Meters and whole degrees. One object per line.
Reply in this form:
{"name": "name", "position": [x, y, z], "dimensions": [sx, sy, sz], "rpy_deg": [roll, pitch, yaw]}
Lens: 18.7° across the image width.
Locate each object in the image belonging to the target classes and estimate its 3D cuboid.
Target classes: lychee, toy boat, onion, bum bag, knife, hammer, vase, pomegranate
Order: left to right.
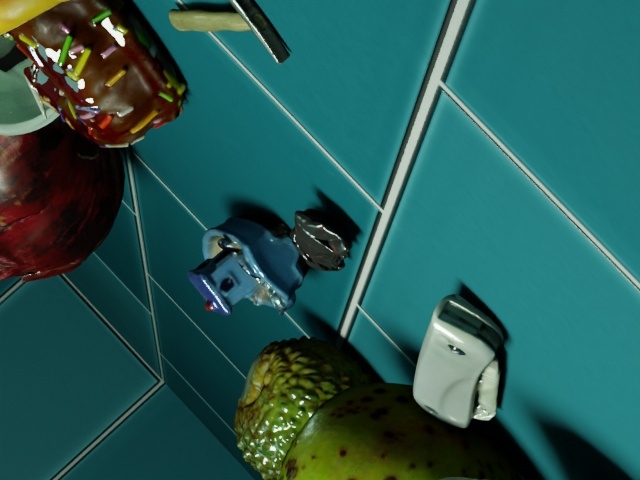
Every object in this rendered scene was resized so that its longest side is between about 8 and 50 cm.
{"name": "vase", "position": [-0.364, -0.227, 1.968], "dimensions": [0.299, 0.143, 0.143], "rpy_deg": [39, 166, 48]}
{"name": "onion", "position": [-0.328, -0.076, 2.087], "dimensions": [0.221, 0.281, 0.281], "rpy_deg": [53, 171, 16]}
{"name": "hammer", "position": [-0.074, -0.158, 1.423], "dimensions": [0.062, 0.013, 0.199], "rpy_deg": [52, 168, -18]}
{"name": "toy boat", "position": [-0.077, 0.031, 1.863], "dimensions": [0.100, 0.097, 0.223], "rpy_deg": [53, 167, -9]}
{"name": "lychee", "position": [-0.002, 0.182, 1.976], "dimensions": [0.171, 0.171, 0.171], "rpy_deg": [45, 169, 12]}
{"name": "bum bag", "position": [0.001, -0.001, 1.617], "dimensions": [0.058, 0.034, 0.124], "rpy_deg": [38, 169, 2]}
{"name": "pomegranate", "position": [0.051, 0.263, 1.701], "dimensions": [0.231, 0.286, 0.231], "rpy_deg": [23, 156, 11]}
{"name": "knife", "position": [0.112, 0.100, 1.544], "dimensions": [0.073, 0.040, 0.265], "rpy_deg": [34, 166, 12]}

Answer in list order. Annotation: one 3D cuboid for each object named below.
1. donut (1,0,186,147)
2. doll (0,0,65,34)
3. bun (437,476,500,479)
{"name": "donut", "position": [-0.219, -0.169, 1.711], "dimensions": [0.216, 0.096, 0.230], "rpy_deg": [40, 166, 36]}
{"name": "doll", "position": [-0.284, -0.267, 1.475], "dimensions": [0.269, 0.162, 0.167], "rpy_deg": [44, -160, -8]}
{"name": "bun", "position": [0.161, 0.304, 1.490], "dimensions": [0.205, 0.281, 0.281], "rpy_deg": [-12, 126, 41]}
